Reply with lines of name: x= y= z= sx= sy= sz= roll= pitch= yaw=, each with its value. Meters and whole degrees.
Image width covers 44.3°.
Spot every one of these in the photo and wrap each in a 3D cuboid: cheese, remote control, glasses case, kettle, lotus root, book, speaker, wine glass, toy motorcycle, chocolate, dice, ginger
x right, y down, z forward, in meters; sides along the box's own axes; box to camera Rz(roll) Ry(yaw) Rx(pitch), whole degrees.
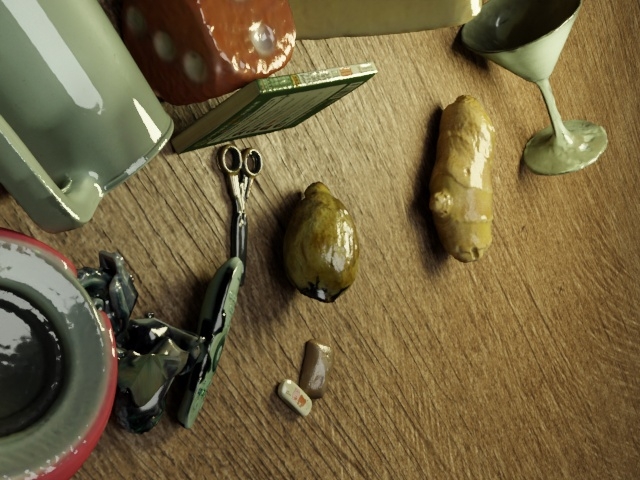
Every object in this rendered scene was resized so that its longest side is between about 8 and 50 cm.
cheese: x=0.085 y=-0.413 z=1.221 sx=0.384 sy=0.384 sz=0.104 roll=-49 pitch=145 yaw=-39
remote control: x=-0.161 y=0.144 z=1.136 sx=0.097 sy=0.045 sz=0.256 roll=88 pitch=15 yaw=-74
glasses case: x=-0.042 y=0.261 z=1.304 sx=0.083 sy=0.021 sz=0.032 roll=51 pitch=54 yaw=-35
kettle: x=-0.312 y=-0.196 z=0.832 sx=0.205 sy=0.265 sz=0.318 roll=-38 pitch=122 yaw=-15
lotus root: x=0.000 y=0.000 z=1.292 sx=0.138 sy=0.138 sz=0.213 roll=15 pitch=66 yaw=-48
book: x=-0.064 y=-0.198 z=1.160 sx=0.264 sy=0.202 sz=0.027 roll=-22 pitch=89 yaw=-47
speaker: x=-0.351 y=0.123 z=0.765 sx=0.294 sy=0.294 sz=0.294 roll=2 pitch=87 yaw=-49
wine glass: x=0.512 y=-0.360 z=1.812 sx=0.406 sy=0.267 sz=0.267 roll=57 pitch=49 yaw=-39
toy motorcycle: x=-0.237 y=0.124 z=1.010 sx=0.159 sy=0.106 sz=0.270 roll=-46 pitch=136 yaw=-35
chocolate: x=-0.003 y=0.222 z=1.345 sx=0.065 sy=0.031 sz=0.100 roll=28 pitch=70 yaw=-41
dice: x=-0.152 y=-0.298 z=1.079 sx=0.175 sy=0.174 sz=0.179 roll=-38 pitch=117 yaw=-42
ginger: x=0.295 y=-0.131 z=1.639 sx=0.190 sy=0.126 sz=0.353 roll=12 pitch=77 yaw=-38

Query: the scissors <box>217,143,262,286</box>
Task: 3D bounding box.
scissors: x=-0.125 y=-0.038 z=1.222 sx=0.088 sy=0.017 sz=0.220 roll=4 pitch=87 yaw=-50
